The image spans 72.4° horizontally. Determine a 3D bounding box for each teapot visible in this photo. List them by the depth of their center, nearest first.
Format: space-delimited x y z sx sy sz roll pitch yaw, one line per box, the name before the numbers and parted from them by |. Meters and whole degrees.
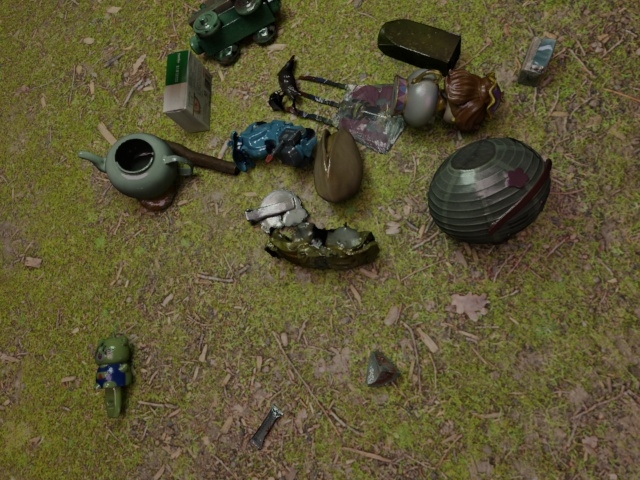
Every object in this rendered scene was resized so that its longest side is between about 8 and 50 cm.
teapot | -0.509 -0.216 1.242 0.295 0.129 0.193 1 74 -3

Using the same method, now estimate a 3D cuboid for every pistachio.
pistachio | 0.045 -0.192 1.121 0.126 0.152 0.223 -7 57 18

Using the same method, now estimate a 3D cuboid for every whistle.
whistle | -0.567 0.364 1.191 0.105 0.085 0.227 -12 75 22

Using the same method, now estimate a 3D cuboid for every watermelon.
watermelon | 0.137 0.309 1.022 0.085 0.061 0.085 -3 69 8

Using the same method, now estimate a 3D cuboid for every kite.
kite | 0.069 -0.370 1.219 0.361 0.022 0.204 18 84 18

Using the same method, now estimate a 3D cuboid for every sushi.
sushi | -0.001 0.007 1.093 0.291 0.139 0.131 7 72 18

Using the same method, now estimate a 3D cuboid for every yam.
yam | -0.383 -0.254 1.305 0.327 0.045 0.045 19 57 18

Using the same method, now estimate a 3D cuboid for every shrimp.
shrimp | -0.510 -0.174 1.325 0.132 0.051 0.187 -36 76 -13

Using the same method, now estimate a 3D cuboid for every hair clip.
hair clip | -0.120 -0.083 1.192 0.172 0.049 0.116 -16 78 9

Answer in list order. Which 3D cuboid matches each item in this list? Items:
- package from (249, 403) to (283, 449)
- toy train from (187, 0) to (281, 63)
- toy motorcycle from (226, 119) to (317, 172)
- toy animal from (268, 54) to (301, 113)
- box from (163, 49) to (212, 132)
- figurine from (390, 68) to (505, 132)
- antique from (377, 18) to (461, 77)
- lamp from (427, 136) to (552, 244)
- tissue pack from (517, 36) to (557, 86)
package | -0.134 0.463 1.085 0.037 0.015 0.110 32 89 19
toy train | -0.269 -0.689 1.330 0.304 0.150 0.221 -23 62 11
toy motorcycle | -0.141 -0.258 1.188 0.272 0.123 0.182 18 60 36
toy animal | -0.096 -0.450 1.259 0.105 0.070 0.202 -1 68 22
box | -0.392 -0.440 1.302 0.081 0.135 0.199 -7 75 15
figurine | 0.308 -0.342 1.064 0.264 0.189 0.142 5 77 2
antique | 0.258 -0.522 1.170 0.221 0.080 0.081 28 87 19
lamp | 0.375 -0.106 0.973 0.265 0.233 0.233 -44 70 -5
tissue pack | 0.532 -0.440 1.080 0.059 0.074 0.094 21 86 16
